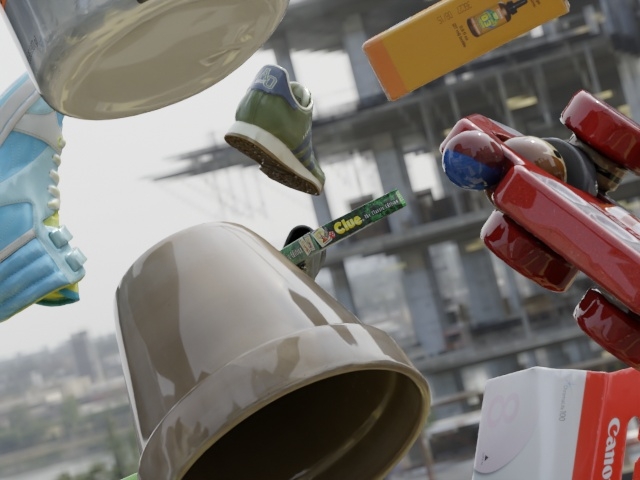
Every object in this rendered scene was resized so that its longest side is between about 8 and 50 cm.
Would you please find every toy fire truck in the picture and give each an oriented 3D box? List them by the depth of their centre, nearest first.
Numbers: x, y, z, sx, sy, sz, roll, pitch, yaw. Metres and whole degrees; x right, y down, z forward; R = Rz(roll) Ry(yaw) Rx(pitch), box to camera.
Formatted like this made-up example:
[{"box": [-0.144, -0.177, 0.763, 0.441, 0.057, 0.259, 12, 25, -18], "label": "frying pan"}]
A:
[{"box": [0.223, -0.023, 1.241, 0.169, 0.302, 0.254, -55, -33, 12], "label": "toy fire truck"}]

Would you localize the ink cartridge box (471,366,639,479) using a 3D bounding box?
[{"box": [0.242, 0.221, 1.505, 0.066, 0.189, 0.232, 20, -23, -19], "label": "ink cartridge box"}]

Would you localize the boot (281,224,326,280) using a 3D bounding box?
[{"box": [-0.062, 0.093, 2.143, 0.083, 0.246, 0.161, 18, 1, 7], "label": "boot"}]

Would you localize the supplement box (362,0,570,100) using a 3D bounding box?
[{"box": [0.169, -0.249, 1.692, 0.233, 0.078, 0.080, -26, 8, 14], "label": "supplement box"}]

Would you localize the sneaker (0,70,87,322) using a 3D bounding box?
[{"box": [-0.311, -0.046, 1.597, 0.319, 0.208, 0.127, -57, 18, -26], "label": "sneaker"}]

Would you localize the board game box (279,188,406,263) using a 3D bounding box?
[{"box": [0.000, 0.000, 1.879, 0.136, 0.030, 0.260, -30, 0, -25], "label": "board game box"}]

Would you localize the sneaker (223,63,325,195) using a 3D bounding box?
[{"box": [-0.027, -0.105, 1.372, 0.064, 0.086, 0.192, 18, -7, 20], "label": "sneaker"}]

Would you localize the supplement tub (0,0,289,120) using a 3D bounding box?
[{"box": [-0.180, -0.279, 1.107, 0.207, 0.338, 0.207, -25, -15, -7], "label": "supplement tub"}]

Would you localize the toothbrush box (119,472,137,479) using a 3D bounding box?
[{"box": [-0.215, 0.445, 1.793, 0.206, 0.283, 0.122, -25, -27, 16], "label": "toothbrush box"}]

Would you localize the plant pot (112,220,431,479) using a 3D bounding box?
[{"box": [-0.084, 0.140, 1.593, 0.323, 0.280, 0.323, -22, -35, -16], "label": "plant pot"}]
